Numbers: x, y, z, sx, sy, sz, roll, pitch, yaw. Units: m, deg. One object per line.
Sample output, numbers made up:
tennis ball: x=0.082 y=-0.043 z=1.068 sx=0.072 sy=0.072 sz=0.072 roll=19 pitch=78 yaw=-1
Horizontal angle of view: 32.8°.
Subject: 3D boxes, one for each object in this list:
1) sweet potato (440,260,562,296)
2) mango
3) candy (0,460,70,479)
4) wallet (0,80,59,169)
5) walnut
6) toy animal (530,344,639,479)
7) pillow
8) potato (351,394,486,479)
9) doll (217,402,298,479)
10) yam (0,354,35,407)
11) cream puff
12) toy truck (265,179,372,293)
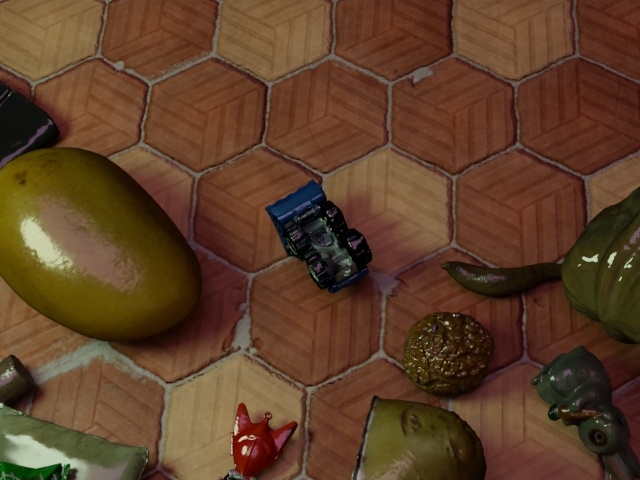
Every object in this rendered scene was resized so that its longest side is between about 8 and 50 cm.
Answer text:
sweet potato: x=0.341 y=0.069 z=1.953 sx=0.250 sy=0.059 sz=0.069 roll=-1 pitch=49 yaw=0
mango: x=-0.412 y=0.011 z=1.957 sx=0.446 sy=0.232 sz=0.300 roll=34 pitch=65 yaw=13
candy: x=-0.516 y=0.414 z=1.742 sx=0.203 sy=0.078 sz=0.141 roll=16 pitch=55 yaw=-15
wallet: x=-0.734 y=-0.143 z=2.158 sx=0.228 sy=0.062 sz=0.406 roll=35 pitch=70 yaw=21
walnut: x=0.566 y=0.047 z=1.831 sx=0.277 sy=0.253 sz=0.282 roll=-37 pitch=66 yaw=-16
toy animal: x=0.458 y=0.284 z=1.794 sx=0.138 sy=0.108 sz=0.236 roll=-37 pitch=65 yaw=-15
pillow: x=-0.441 y=0.398 z=1.826 sx=0.303 sy=0.075 sz=0.184 roll=14 pitch=75 yaw=14
potato: x=0.150 y=0.397 z=1.685 sx=0.196 sy=0.246 sz=0.299 roll=8 pitch=68 yaw=13
doll: x=-0.117 y=0.365 z=1.828 sx=0.109 sy=0.057 sz=0.169 roll=18 pitch=64 yaw=12
yam: x=-0.575 y=0.265 z=1.913 sx=0.127 sy=0.084 sz=0.084 roll=-36 pitch=64 yaw=-11
cream puff: x=0.218 y=0.190 z=1.862 sx=0.165 sy=0.115 sz=0.150 roll=-36 pitch=62 yaw=-15
toy truck: x=0.000 y=0.000 z=1.981 sx=0.113 sy=0.126 sz=0.208 roll=-30 pitch=59 yaw=-10
